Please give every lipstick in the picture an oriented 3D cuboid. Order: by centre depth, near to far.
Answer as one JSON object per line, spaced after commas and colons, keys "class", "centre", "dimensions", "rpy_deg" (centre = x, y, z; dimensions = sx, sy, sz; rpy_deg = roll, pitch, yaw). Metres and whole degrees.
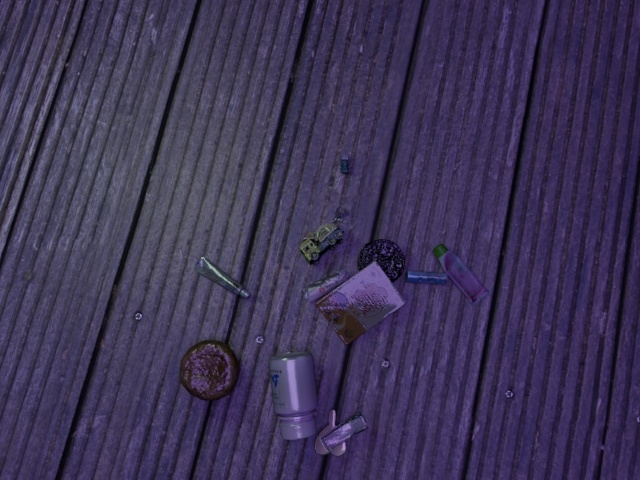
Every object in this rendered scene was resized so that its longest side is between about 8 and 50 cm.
{"class": "lipstick", "centre": [0.423, 0.148, 1.805], "dimensions": [0.157, 0.048, 0.048], "rpy_deg": [4, 82, 0]}

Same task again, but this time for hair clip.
{"class": "hair clip", "centre": [0.067, 0.725, 1.716], "dimensions": [0.218, 0.071, 0.159], "rpy_deg": [-30, 77, -10]}

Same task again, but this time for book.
{"class": "book", "centre": [0.157, 0.247, 1.777], "dimensions": [0.295, 0.020, 0.208], "rpy_deg": [-36, 86, 5]}

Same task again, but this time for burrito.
{"class": "burrito", "centre": [0.020, 0.176, 1.799], "dimensions": [0.203, 0.064, 0.064], "rpy_deg": [-30, 83, -2]}

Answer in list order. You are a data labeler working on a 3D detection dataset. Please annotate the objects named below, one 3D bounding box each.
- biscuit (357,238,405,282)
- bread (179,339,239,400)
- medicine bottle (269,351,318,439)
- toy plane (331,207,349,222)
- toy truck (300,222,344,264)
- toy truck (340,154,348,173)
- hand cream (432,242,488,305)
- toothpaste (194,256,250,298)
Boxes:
{"class": "biscuit", "centre": [0.243, 0.088, 1.812], "dimensions": [0.194, 0.053, 0.195], "rpy_deg": [0, 81, 0]}
{"class": "bread", "centre": [-0.418, 0.490, 1.725], "dimensions": [0.229, 0.123, 0.230], "rpy_deg": [-1, 79, 5]}
{"class": "medicine bottle", "centre": [-0.096, 0.571, 1.687], "dimensions": [0.170, 0.170, 0.293], "rpy_deg": [-8, 82, -1]}
{"class": "toy plane", "centre": [0.078, -0.097, 1.854], "dimensions": [0.084, 0.024, 0.078], "rpy_deg": [-31, 65, -4]}
{"class": "toy truck", "centre": [0.000, 0.000, 1.811], "dimensions": [0.191, 0.085, 0.116], "rpy_deg": [-40, 74, -8]}
{"class": "toy truck", "centre": [0.101, -0.316, 1.875], "dimensions": [0.039, 0.044, 0.083], "rpy_deg": [0, 82, -3]}
{"class": "hand cream", "centre": [0.559, 0.130, 1.814], "dimensions": [0.079, 0.050, 0.275], "rpy_deg": [-40, 89, 20]}
{"class": "toothpaste", "centre": [-0.391, 0.155, 1.815], "dimensions": [0.255, 0.037, 0.067], "rpy_deg": [31, 89, 8]}
